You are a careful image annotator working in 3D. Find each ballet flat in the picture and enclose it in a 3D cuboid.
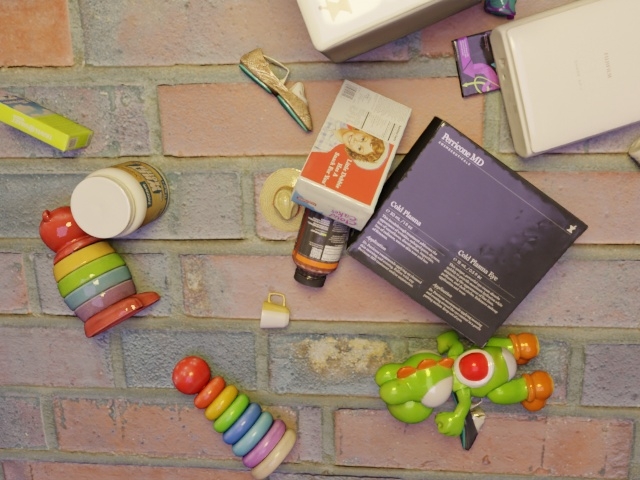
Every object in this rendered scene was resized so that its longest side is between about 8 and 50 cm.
[{"bbox_3d":[-0.076,-0.316,1.179,0.206,0.073,0.067,44,90,-10],"label":"ballet flat"},{"bbox_3d":[0.342,0.388,1.314,0.074,0.074,0.203,-13,100,9],"label":"ballet flat"}]

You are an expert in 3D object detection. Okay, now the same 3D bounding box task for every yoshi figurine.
[{"bbox_3d":[0.285,0.303,1.221,0.361,0.203,0.203,-4,103,-10],"label":"yoshi figurine"}]

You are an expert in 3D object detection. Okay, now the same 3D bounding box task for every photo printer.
[{"bbox_3d":[0.500,-0.320,1.079,0.307,0.107,0.256,-17,103,0],"label":"photo printer"}]

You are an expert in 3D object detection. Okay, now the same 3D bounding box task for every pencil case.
[{"bbox_3d":[0.359,-0.507,1.086,0.070,0.064,0.152,-2,110,-39],"label":"pencil case"}]

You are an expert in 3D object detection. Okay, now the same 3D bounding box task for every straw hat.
[{"bbox_3d":[-0.074,-0.081,1.240,0.144,0.061,0.145,1,104,5],"label":"straw hat"}]

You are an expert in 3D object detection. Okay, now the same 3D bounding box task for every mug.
[{"bbox_3d":[-0.103,0.167,1.308,0.064,0.062,0.078,7,112,-4],"label":"mug"}]

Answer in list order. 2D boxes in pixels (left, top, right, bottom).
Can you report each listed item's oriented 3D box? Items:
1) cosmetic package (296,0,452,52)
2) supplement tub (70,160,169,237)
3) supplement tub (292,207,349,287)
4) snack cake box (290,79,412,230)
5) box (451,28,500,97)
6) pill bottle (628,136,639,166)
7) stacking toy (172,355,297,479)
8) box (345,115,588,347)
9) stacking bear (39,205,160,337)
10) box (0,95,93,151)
[{"bbox_3d":[0.099,-0.514,0.941,0.327,0.394,0.330,-20,102,10],"label":"cosmetic package"},{"bbox_3d":[-0.417,-0.087,1.201,0.144,0.200,0.145,1,105,5],"label":"supplement tub"},{"bbox_3d":[0.000,0.000,1.230,0.106,0.106,0.198,18,106,1],"label":"supplement tub"},{"bbox_3d":[0.063,-0.169,1.111,0.152,0.089,0.264,24,62,-1],"label":"snack cake box"},{"bbox_3d":[0.354,-0.363,1.141,0.162,0.029,0.116,-13,103,7],"label":"box"},{"bbox_3d":[0.689,-0.151,1.136,0.137,0.078,0.078,45,104,-6],"label":"pill bottle"},{"bbox_3d":[-0.216,0.402,1.355,0.330,0.141,0.141,44,104,2],"label":"stacking toy"},{"bbox_3d":[0.280,-0.023,1.158,0.343,0.179,0.313,36,106,-4],"label":"box"},{"bbox_3d":[-0.519,0.054,1.279,0.164,0.175,0.289,-30,90,5],"label":"stacking bear"},{"bbox_3d":[-0.597,-0.253,1.225,0.178,0.109,0.042,26,107,-1],"label":"box"}]
